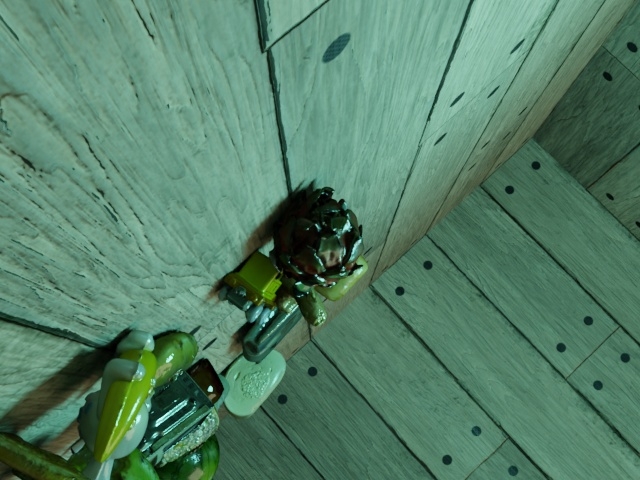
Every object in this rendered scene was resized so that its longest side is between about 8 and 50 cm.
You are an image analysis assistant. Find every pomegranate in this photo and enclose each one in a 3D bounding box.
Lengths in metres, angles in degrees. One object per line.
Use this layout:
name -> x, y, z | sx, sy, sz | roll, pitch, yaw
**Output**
pomegranate -> -0.429, 0.475, 1.316 | 0.301, 0.236, 0.236 | -6, -173, 25

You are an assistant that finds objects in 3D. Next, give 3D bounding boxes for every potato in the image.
potato -> -0.289, 0.225, 1.397 | 0.105, 0.085, 0.188 | -43, 175, 14

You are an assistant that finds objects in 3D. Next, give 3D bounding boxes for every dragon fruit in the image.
dragon fruit -> -0.003, 0.004, 1.355 | 0.182, 0.182, 0.188 | -36, -174, -36

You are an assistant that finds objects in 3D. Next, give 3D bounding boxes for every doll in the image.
doll -> -0.331, 0.276, 1.189 | 0.237, 0.111, 0.252 | -92, -155, -53

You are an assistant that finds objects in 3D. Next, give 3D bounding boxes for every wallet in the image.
wallet -> -0.129, 0.242, 2.113 | 0.252, 0.083, 0.360 | -46, 171, -16

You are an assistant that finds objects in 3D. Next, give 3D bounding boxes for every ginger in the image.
ginger -> -0.059, 0.118, 1.560 | 0.058, 0.214, 0.133 | -12, 137, -40

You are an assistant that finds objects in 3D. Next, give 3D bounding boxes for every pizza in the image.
pizza -> -0.434, 0.324, 1.096 | 0.262, 0.181, 0.034 | -13, -133, 63

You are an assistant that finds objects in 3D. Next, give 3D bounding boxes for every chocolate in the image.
chocolate -> -0.324, 0.374, 1.878 | 0.133, 0.127, 0.124 | -30, 139, -2

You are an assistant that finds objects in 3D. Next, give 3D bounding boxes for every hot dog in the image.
hot dog -> 0.018, 0.046, 1.643 | 0.150, 0.153, 0.257 | -47, 177, 0

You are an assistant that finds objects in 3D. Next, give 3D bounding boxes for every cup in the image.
cup -> -0.332, 0.460, 2.148 | 0.120, 0.120, 0.141 | -49, 180, 32

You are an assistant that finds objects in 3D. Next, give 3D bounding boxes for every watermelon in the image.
watermelon -> -0.424, 0.655, 2.226 | 0.242, 0.242, 0.242 | -41, 170, -9

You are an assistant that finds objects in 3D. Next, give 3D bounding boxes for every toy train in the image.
toy train -> -0.127, 0.093, 1.471 | 0.127, 0.089, 0.219 | -53, 170, -4

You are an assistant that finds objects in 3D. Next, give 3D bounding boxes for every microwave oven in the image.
microwave oven -> -0.345, 0.358, 1.497 | 0.205, 0.163, 0.129 | -34, 167, -46

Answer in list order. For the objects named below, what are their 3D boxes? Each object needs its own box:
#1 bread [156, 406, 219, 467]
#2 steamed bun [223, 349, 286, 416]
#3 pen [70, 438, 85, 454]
bread -> -0.374, 0.413, 1.691 | 0.260, 0.158, 0.156 | -30, -150, -9
steamed bun -> -0.225, 0.453, 2.385 | 0.250, 0.154, 0.200 | -48, 174, -12
pen -> -0.430, 0.374, 1.611 | 0.269, 0.033, 0.033 | -39, 169, -16
